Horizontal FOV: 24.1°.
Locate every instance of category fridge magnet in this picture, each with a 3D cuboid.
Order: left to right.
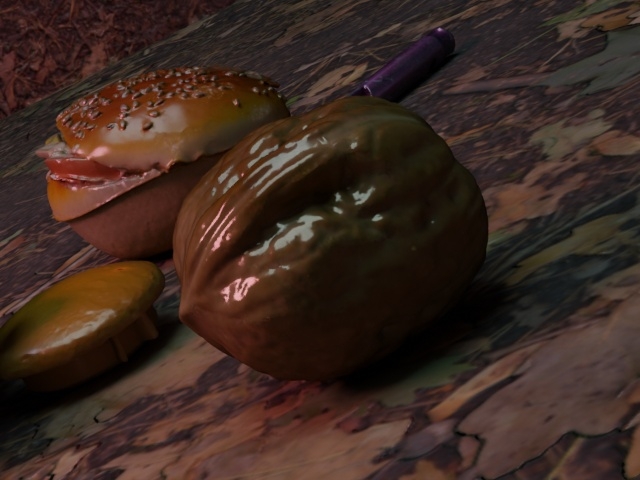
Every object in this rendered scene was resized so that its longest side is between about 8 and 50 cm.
[{"bbox_3d":[-0.175,0.062,1.084,0.143,0.063,0.143,-25,17,8],"label":"fridge magnet"}]

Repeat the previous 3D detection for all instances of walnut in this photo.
[{"bbox_3d":[0.000,0.000,0.846,0.184,0.155,0.155,-33,17,-15],"label":"walnut"}]

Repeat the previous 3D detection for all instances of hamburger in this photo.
[{"bbox_3d":[-0.132,-0.078,1.312,0.236,0.147,0.237,-21,17,7],"label":"hamburger"}]

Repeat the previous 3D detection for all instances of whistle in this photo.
[{"bbox_3d":[0.076,-0.159,1.448,0.033,0.033,0.176,-10,22,46],"label":"whistle"}]
